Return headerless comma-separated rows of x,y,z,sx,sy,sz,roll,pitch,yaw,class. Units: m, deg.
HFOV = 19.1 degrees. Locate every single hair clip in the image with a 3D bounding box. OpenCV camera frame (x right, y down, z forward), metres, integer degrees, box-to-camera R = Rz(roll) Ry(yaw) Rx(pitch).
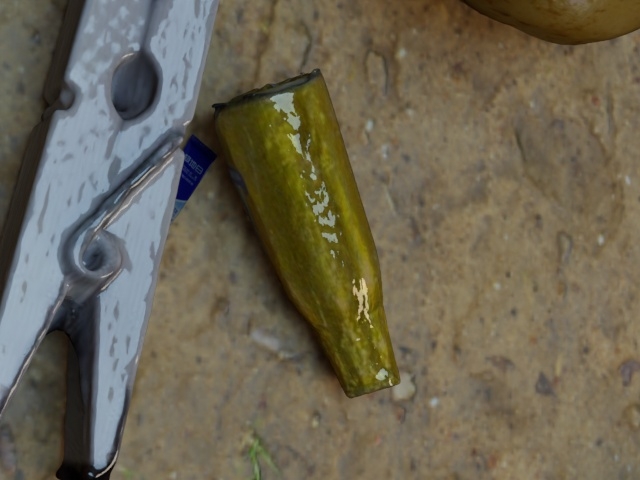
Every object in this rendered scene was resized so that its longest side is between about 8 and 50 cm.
-0.145,-0.018,1.178,0.101,0.085,0.330,16,76,-16,hair clip

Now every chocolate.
0.000,0.000,1.250,0.086,0.086,0.219,-25,99,-27,chocolate

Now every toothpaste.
-0.096,-0.031,1.243,0.024,0.015,0.083,42,63,-24,toothpaste

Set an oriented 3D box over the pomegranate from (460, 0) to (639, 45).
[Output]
0.174,-0.275,1.253,0.307,0.307,0.307,4,82,-26,pomegranate
